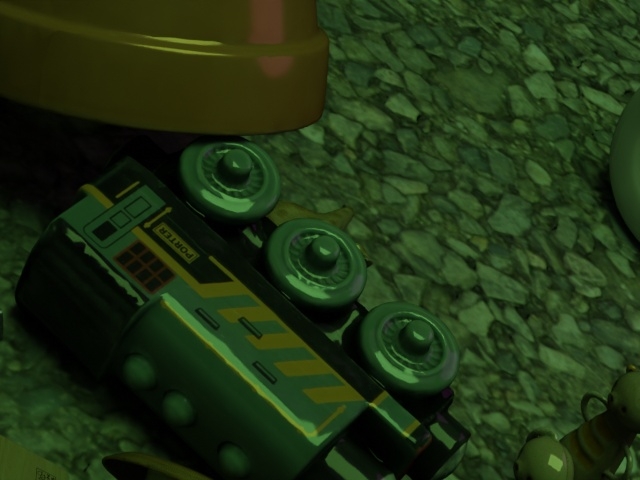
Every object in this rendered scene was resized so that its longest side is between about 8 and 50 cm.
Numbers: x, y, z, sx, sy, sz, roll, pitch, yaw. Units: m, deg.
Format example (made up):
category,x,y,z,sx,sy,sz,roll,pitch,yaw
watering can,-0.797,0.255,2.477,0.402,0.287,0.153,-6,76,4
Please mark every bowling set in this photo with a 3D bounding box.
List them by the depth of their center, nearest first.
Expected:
category,x,y,z,sx,sy,sz,roll,pitch,yaw
bowling set,0.163,0.219,1.273,0.200,0.154,0.287,10,42,-30

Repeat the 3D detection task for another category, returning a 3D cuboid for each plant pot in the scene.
category,x,y,z,sx,sy,sz,roll,pitch,yaw
plant pot,-0.124,-0.213,1.400,0.291,0.203,0.291,9,17,-3

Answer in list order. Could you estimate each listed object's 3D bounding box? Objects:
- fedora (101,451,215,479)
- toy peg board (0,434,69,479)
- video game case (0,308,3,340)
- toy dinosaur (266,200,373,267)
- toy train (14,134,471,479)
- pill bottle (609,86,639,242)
category,x,y,z,sx,sy,sz,roll,pitch,yaw
fedora,-0.061,0.199,1.153,0.194,0.194,0.079,29,75,-8
toy peg board,-0.237,0.180,1.086,0.160,0.079,0.161,34,32,-28
video game case,-0.351,0.054,1.077,0.196,0.026,0.274,16,22,38
toy dinosaur,0.000,0.000,1.481,0.092,0.053,0.183,46,37,18
toy train,-0.053,0.069,1.302,0.334,0.142,0.190,43,49,9
pill bottle,0.453,-0.073,1.808,0.334,0.188,0.188,-3,50,-40
